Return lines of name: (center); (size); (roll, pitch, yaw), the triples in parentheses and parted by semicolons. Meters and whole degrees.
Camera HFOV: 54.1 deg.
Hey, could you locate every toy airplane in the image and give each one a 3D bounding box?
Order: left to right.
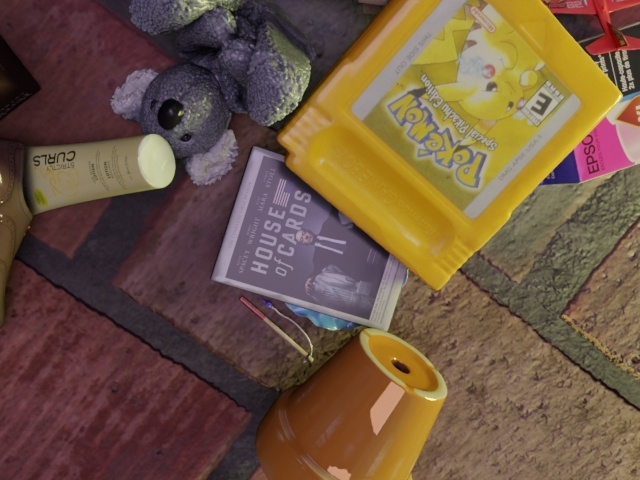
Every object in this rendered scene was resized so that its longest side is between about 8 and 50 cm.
toy airplane: (0.352, -0.280, 0.777); (0.151, 0.151, 0.028); (-12, 145, -3)

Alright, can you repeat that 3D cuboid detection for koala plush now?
koala plush: (-0.133, -0.181, 0.738); (0.196, 0.203, 0.221); (38, 117, -8)

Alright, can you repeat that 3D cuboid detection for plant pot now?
plant pot: (0.053, 0.221, 0.781); (0.205, 0.205, 0.188); (30, 108, -10)

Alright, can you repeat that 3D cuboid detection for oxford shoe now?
oxford shoe: (-0.396, 0.004, 0.766); (0.097, 0.098, 0.271); (32, 124, 26)

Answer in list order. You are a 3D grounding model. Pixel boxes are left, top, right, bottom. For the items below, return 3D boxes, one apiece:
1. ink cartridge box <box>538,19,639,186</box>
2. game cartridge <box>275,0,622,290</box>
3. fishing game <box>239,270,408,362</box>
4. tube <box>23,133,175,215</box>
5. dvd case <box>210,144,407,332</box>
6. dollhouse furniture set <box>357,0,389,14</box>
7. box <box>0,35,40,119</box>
ink cartridge box: (0.402, -0.191, 0.825); (0.371, 0.069, 0.175); (-18, 102, 1)
game cartridge: (0.148, -0.139, 0.733); (0.285, 0.052, 0.323); (38, 98, -18)
fishing game: (0.028, 0.038, 0.845); (0.189, 0.041, 0.264); (44, 95, -9)
tube: (-0.284, -0.080, 0.747); (0.240, 0.062, 0.070); (-3, 63, 28)
dvd case: (0.000, 0.000, 0.805); (0.239, 0.029, 0.179); (17, 90, -10)
dollhouse furniture set: (-0.023, -0.441, 0.736); (0.287, 0.198, 0.303); (10, 133, 14)
box: (-0.441, -0.150, 0.591); (0.191, 0.381, 0.143); (-35, 104, 3)
